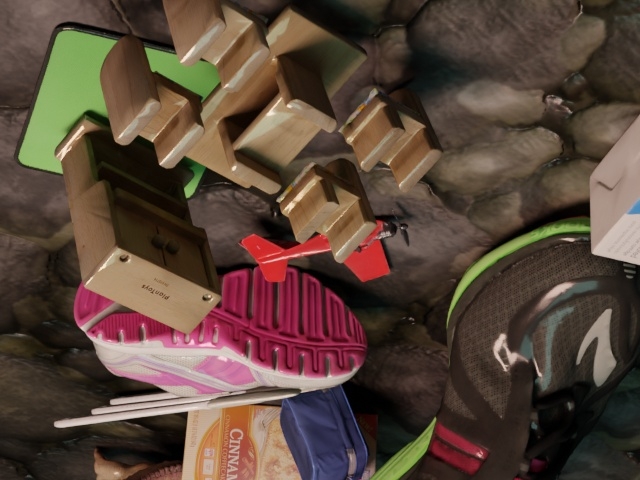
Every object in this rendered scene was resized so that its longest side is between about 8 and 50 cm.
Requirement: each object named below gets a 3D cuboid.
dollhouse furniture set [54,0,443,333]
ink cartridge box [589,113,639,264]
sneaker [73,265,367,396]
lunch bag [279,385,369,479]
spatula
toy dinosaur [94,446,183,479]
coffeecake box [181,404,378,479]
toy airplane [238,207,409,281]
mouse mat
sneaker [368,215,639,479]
[{"bbox_3d":[-0.075,-0.080,1.393,0.212,0.161,0.242,28,117,-33],"label":"dollhouse furniture set"},{"bbox_3d":[0.337,-0.029,1.451,0.231,0.078,0.134,13,146,-14],"label":"ink cartridge box"},{"bbox_3d":[-0.085,0.083,1.657,0.252,0.103,0.111,10,151,3],"label":"sneaker"},{"bbox_3d":[0.008,0.187,1.787,0.065,0.098,0.067,-15,153,-16],"label":"lunch bag"},{"bbox_3d":[-0.108,0.148,1.752,0.242,0.019,0.168,-9,-177,18],"label":"spatula"},{"bbox_3d":[-0.119,0.288,1.943,0.200,0.127,0.296,-6,141,14],"label":"toy dinosaur"},{"bbox_3d":[-0.041,0.237,1.833,0.185,0.142,0.068,5,147,-2],"label":"coffeecake box"},{"bbox_3d":[0.000,0.000,1.573,0.151,0.028,0.151,3,145,2],"label":"toy airplane"},{"bbox_3d":[-0.147,-0.094,1.465,0.152,0.007,0.190,12,146,-13],"label":"mouse mat"},{"bbox_3d":[0.161,0.194,1.618,0.185,0.202,0.483,13,120,-21],"label":"sneaker"}]
